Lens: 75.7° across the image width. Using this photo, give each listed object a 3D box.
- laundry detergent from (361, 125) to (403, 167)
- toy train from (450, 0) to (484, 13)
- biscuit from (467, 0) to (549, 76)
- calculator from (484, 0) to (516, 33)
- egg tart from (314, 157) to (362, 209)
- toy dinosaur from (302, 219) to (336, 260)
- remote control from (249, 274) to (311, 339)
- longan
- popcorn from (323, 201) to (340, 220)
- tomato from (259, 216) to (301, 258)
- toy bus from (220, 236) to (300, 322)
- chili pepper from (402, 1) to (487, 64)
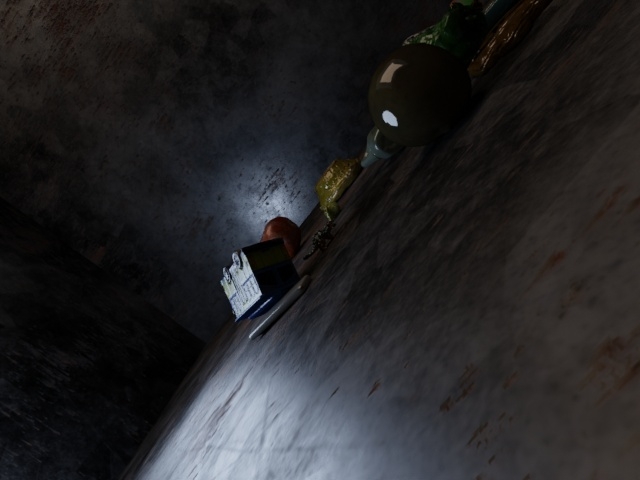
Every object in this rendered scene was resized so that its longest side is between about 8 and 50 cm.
[{"bbox_3d":[0.207,-0.327,1.322,0.214,0.105,0.280,-55,8,-6],"label":"laundry detergent"},{"bbox_3d":[0.504,-0.801,1.595,0.296,0.100,0.161,-51,-37,12],"label":"toy train"},{"bbox_3d":[0.408,-0.462,0.921,0.208,0.041,0.290,-50,6,30],"label":"biscuit"},{"bbox_3d":[0.578,-0.759,1.322,0.256,0.054,0.386,-48,6,38],"label":"calculator"},{"bbox_3d":[0.073,-0.293,2.007,0.341,0.132,0.341,-51,8,10],"label":"egg tart"},{"bbox_3d":[0.000,0.000,1.215,0.154,0.055,0.049,-51,9,-16],"label":"toy dinosaur"},{"bbox_3d":[-0.109,0.184,1.099,0.261,0.029,0.067,-46,7,31],"label":"remote control"},{"bbox_3d":[0.195,-0.295,0.836,0.196,0.197,0.220,-54,9,-14],"label":"longan"},{"bbox_3d":[0.040,-0.111,1.539,0.068,0.060,0.083,-46,17,45],"label":"popcorn"},{"bbox_3d":[-0.191,0.010,1.955,0.232,0.189,0.231,-158,90,-85],"label":"tomato"},{"bbox_3d":[-0.187,0.122,1.228,0.138,0.175,0.288,-18,-15,-33],"label":"toy bus"},{"bbox_3d":[0.341,-0.548,1.265,0.385,0.168,0.213,-25,38,59],"label":"chili pepper"}]
